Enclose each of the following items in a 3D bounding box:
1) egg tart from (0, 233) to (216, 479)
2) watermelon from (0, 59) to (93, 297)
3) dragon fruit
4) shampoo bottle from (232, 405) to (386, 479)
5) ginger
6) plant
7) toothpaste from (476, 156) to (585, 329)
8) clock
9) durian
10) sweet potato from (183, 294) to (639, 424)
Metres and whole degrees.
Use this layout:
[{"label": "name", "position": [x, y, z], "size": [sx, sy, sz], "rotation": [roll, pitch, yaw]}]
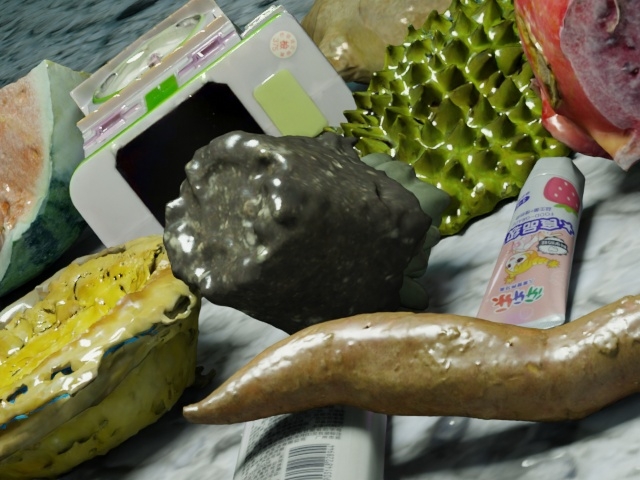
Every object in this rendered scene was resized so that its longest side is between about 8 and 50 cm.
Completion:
[{"label": "egg tart", "position": [-0.171, 0.097, 1.381], "size": [0.291, 0.107, 0.291], "rotation": [-30, 15, 9]}, {"label": "watermelon", "position": [-0.281, -0.060, 1.839], "size": [0.260, 0.176, 0.256], "rotation": [-14, 46, 47]}, {"label": "dragon fruit", "position": [0.248, -0.189, 1.311], "size": [0.250, 0.269, 0.291], "rotation": [-11, 26, 20]}, {"label": "shampoo bottle", "position": [-0.007, 0.127, 1.110], "size": [0.086, 0.056, 0.227], "rotation": [-17, 19, 9]}, {"label": "ginger", "position": [0.107, -0.212, 1.798], "size": [0.354, 0.126, 0.190], "rotation": [-14, 15, 43]}, {"label": "plant", "position": [0.000, 0.000, 1.298], "size": [0.132, 0.194, 0.129], "rotation": [44, 113, 39]}, {"label": "toothpaste", "position": [0.139, 0.009, 1.264], "size": [0.067, 0.043, 0.194], "rotation": [-17, 26, 24]}, {"label": "clock", "position": [-0.103, -0.107, 1.704], "size": [0.235, 0.166, 0.309], "rotation": [-37, 16, 3]}, {"label": "durian", "position": [0.116, -0.084, 1.511], "size": [0.355, 0.157, 0.169], "rotation": [-34, -18, -21]}, {"label": "sweet potato", "position": [0.066, 0.070, 1.075], "size": [0.281, 0.059, 0.067], "rotation": [-5, 61, 18]}]
